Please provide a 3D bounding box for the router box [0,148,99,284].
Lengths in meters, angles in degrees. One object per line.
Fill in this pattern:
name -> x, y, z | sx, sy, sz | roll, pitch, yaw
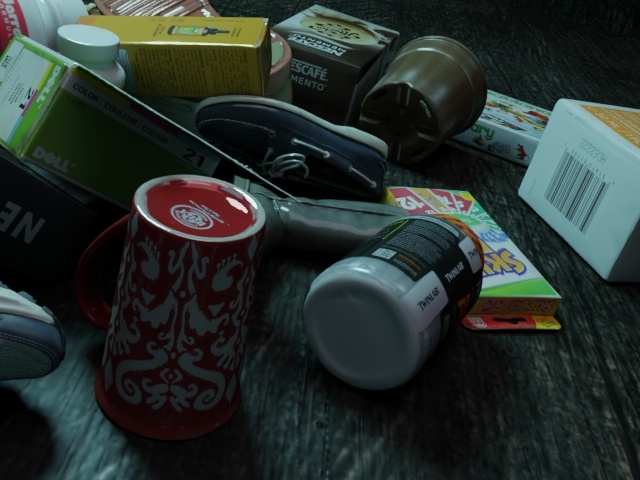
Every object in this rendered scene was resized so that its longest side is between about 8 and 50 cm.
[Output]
router box -> -0.355, -0.092, 0.566 | 0.243, 0.081, 0.309 | 30, -7, 22

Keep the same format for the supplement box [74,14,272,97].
supplement box -> -0.178, -0.219, 0.874 | 0.234, 0.080, 0.078 | 1, 44, 7

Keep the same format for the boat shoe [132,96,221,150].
boat shoe -> -0.230, -0.203, 0.979 | 0.268, 0.088, 0.096 | 36, 36, 31

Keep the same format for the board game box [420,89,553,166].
board game box -> 0.318, -0.200, 1.268 | 0.305, 0.053, 0.193 | 23, 30, 12

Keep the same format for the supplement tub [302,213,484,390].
supplement tub -> 0.077, 0.046, 0.676 | 0.117, 0.117, 0.190 | 28, 33, 21

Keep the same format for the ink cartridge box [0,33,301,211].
ink cartridge box -> -0.172, -0.076, 0.664 | 0.255, 0.097, 0.189 | 31, 0, 42

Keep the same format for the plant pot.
plant pot -> 0.147, -0.202, 1.102 | 0.167, 0.166, 0.165 | 24, 39, 15

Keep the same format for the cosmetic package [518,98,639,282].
cosmetic package -> 0.546, -0.062, 1.036 | 0.454, 0.161, 0.230 | 2, 32, -23

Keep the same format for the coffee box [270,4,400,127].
coffee box -> 0.011, -0.288, 1.204 | 0.168, 0.118, 0.297 | 21, 30, 7

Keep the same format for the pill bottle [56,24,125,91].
pill bottle -> -0.265, -0.157, 0.821 | 0.086, 0.152, 0.086 | 12, 30, -7

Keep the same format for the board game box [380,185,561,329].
board game box -> 0.172, 0.014, 0.861 | 0.124, 0.039, 0.259 | 2, 35, -21

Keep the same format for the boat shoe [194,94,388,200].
boat shoe -> -0.034, -0.108, 0.904 | 0.255, 0.095, 0.079 | 15, 69, -25

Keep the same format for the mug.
mug -> -0.118, 0.042, 0.536 | 0.150, 0.169, 0.113 | 14, 30, -3

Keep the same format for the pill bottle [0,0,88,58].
pill bottle -> -0.431, -0.227, 0.837 | 0.176, 0.176, 0.319 | 31, 34, 25

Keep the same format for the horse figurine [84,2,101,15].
horse figurine -> -0.282, -0.358, 1.242 | 0.263, 0.066, 0.174 | 32, 39, 22

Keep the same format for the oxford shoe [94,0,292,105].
oxford shoe -> -0.194, -0.267, 1.066 | 0.140, 0.146, 0.397 | -36, 55, -23

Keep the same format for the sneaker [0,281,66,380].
sneaker -> -0.303, 0.100, 0.449 | 0.283, 0.110, 0.122 | -3, 52, -25

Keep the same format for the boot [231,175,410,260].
boot -> 0.001, -0.001, 0.780 | 0.209, 0.076, 0.189 | 17, 31, -12
